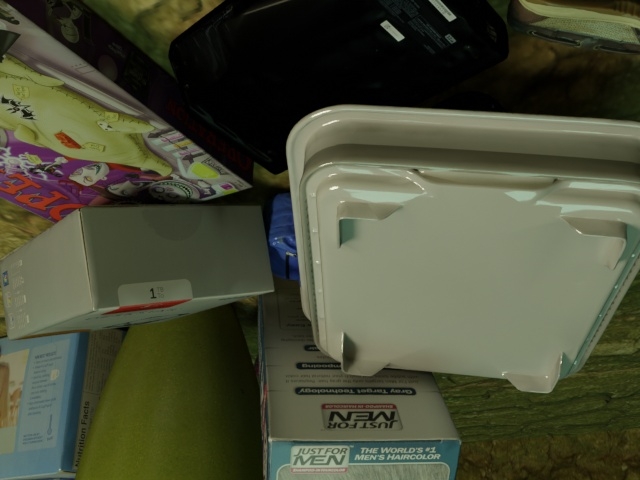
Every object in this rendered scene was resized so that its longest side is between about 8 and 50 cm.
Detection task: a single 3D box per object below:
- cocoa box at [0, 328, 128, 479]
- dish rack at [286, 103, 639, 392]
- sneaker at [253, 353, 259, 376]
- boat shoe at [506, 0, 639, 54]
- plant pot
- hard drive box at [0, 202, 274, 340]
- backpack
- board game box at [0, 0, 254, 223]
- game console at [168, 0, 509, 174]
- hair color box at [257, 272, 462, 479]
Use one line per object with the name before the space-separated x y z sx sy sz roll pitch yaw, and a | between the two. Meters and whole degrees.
cocoa box | -0.425 0.283 1.180 0.347 0.231 0.228 -16 152 31
dish rack | 0.115 0.035 0.604 0.286 0.072 0.332 5 144 7
sneaker | -0.058 0.136 1.089 0.063 0.074 0.170 18 132 -2
boat shoe | 0.195 -0.146 0.467 0.152 0.056 0.049 12 162 -4
plant pot | -0.190 0.231 1.000 0.275 0.293 0.275 -1 157 -1
hard drive box | -0.188 0.033 0.720 0.181 0.089 0.232 -3 169 -39
backpack | 0.000 0.000 0.727 0.120 0.101 0.098 2 146 -2
board game box | -0.228 -0.103 0.549 0.208 0.056 0.347 -9 156 27
game console | 0.074 -0.075 0.561 0.213 0.044 0.361 -21 139 38
hair color box | 0.020 0.150 0.799 0.174 0.347 0.105 1 112 -6
